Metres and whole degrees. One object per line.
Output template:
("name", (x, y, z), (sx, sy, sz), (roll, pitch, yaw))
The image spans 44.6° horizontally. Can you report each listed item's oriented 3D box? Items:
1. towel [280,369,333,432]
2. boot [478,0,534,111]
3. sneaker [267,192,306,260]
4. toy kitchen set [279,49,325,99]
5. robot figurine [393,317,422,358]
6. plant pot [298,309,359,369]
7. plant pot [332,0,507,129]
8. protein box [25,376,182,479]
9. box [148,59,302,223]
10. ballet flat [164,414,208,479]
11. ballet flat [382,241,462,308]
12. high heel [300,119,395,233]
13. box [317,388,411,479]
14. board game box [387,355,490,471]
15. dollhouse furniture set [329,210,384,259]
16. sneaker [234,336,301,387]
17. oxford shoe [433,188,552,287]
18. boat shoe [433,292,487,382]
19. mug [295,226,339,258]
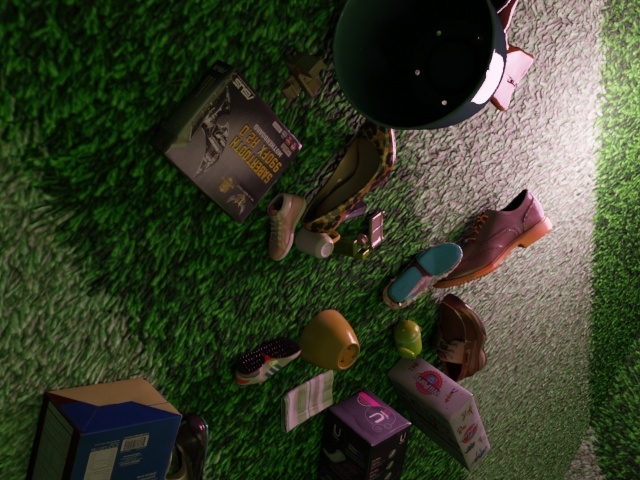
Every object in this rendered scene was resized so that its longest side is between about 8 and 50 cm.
("towel", (-0.028, 0.375, 1.820), (0.152, 0.023, 0.113), (-23, 130, -35))
("boot", (0.407, -0.433, 1.689), (0.280, 0.096, 0.264), (15, 103, -50))
("sneaker", (-0.081, -0.030, 1.487), (0.070, 0.051, 0.134), (17, 98, -48))
("toy kitchen set", (-0.025, -0.274, 1.366), (0.068, 0.075, 0.083), (-49, 135, -9))
("robot figurine", (0.219, 0.247, 1.953), (0.101, 0.067, 0.115), (-61, 149, -42))
("plant pot", (0.030, 0.235, 1.733), (0.134, 0.095, 0.134), (-24, 130, -33))
("plant pot", (0.203, -0.334, 1.412), (0.235, 0.293, 0.293), (-1, 116, -62))
("protein box", (-0.382, 0.372, 1.370), (0.200, 0.136, 0.201), (0, 114, -46))
("box", (-0.154, -0.162, 1.323), (0.183, 0.056, 0.231), (-52, 140, -8))
("ballet flat", (-0.277, 0.482, 1.593), (0.096, 0.095, 0.280), (-14, 114, -28))
("ballet flat", (0.238, 0.085, 1.876), (0.241, 0.091, 0.077), (-32, 164, -22))
("high heel", (0.053, -0.132, 1.512), (0.186, 0.093, 0.261), (-22, 138, -46))
("box", (0.105, 0.539, 1.948), (0.143, 0.165, 0.270), (-18, 128, -38))
("board game box", (0.318, 0.453, 2.065), (0.097, 0.224, 0.303), (-44, 139, -14))
("dollhouse furniture set", (0.081, -0.009, 1.685), (0.152, 0.058, 0.076), (-38, 132, -51))
("sneaker", (-0.115, 0.260, 1.644), (0.161, 0.057, 0.075), (-22, 145, -37))
("oxford shoe", (0.415, -0.002, 1.984), (0.364, 0.130, 0.133), (-32, 102, -18))
("boat shoe", (0.366, 0.277, 2.085), (0.120, 0.122, 0.324), (-39, 136, -17))
("mug", (-0.003, 0.000, 1.573), (0.078, 0.064, 0.062), (-51, 139, -9))
